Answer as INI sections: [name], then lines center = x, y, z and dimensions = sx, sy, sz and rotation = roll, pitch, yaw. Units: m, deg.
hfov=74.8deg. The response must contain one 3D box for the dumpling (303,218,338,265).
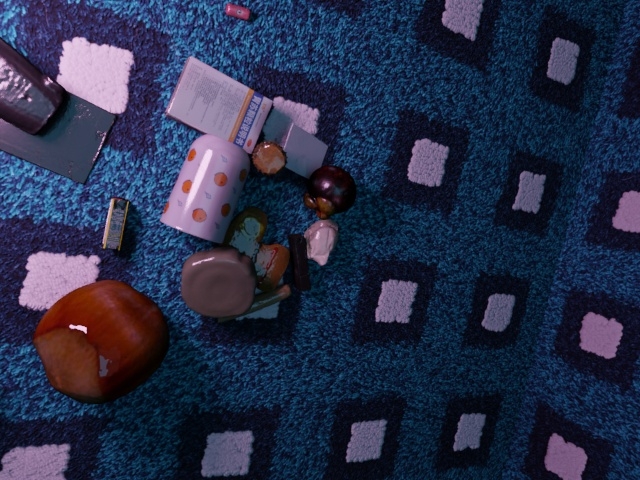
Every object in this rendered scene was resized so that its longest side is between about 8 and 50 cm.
[dumpling]
center = 0.000, 0.000, 1.646
dimensions = 0.136, 0.118, 0.199
rotation = 19, 64, -12

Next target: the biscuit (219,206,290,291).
[biscuit]
center = -0.230, 0.035, 1.558
dimensions = 0.277, 0.052, 0.262
rotation = 35, 86, -19

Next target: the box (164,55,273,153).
[box]
center = -0.339, -0.443, 1.404
dimensions = 0.300, 0.106, 0.200
rotation = 22, 91, -28

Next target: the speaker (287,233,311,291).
[speaker]
center = -0.083, 0.086, 1.636
dimensions = 0.044, 0.082, 0.218
rotation = -13, 106, -22

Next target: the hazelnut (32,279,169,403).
[hazelnut]
center = -0.664, 0.308, 1.288
dimensions = 0.366, 0.366, 0.365
rotation = -5, 102, -24

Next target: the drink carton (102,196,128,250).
[drink carton]
center = -0.661, -0.055, 1.351
dimensions = 0.056, 0.071, 0.165
rotation = 10, 94, -29

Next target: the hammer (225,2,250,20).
[hammer]
center = -0.276, -0.767, 1.404
dimensions = 0.083, 0.043, 0.043
rotation = 6, 97, -24

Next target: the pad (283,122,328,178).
[pad]
center = -0.059, -0.321, 1.553
dimensions = 0.232, 0.004, 0.156
rotation = 18, 93, -54

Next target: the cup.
[cup]
center = -0.366, -0.174, 1.386
dimensions = 0.212, 0.212, 0.317
rotation = 22, 89, -26

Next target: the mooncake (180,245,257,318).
[mooncake]
center = -0.351, 0.142, 1.462
dimensions = 0.275, 0.135, 0.274
rotation = -3, 115, -6

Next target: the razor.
[razor]
center = -0.885, -0.450, 1.139
dimensions = 0.327, 0.107, 0.189
rotation = 38, 84, -26

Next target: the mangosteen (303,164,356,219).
[mangosteen]
center = 0.038, -0.183, 1.577
dimensions = 0.210, 0.210, 0.209
rotation = -5, 102, -24

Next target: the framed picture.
[framed picture]
center = -0.826, -0.347, 1.251
dimensions = 0.324, 0.013, 0.244
rotation = 25, 89, -26

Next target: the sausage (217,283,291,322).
[sausage]
center = -0.252, 0.239, 1.602
dimensions = 0.301, 0.066, 0.065
rotation = -18, 107, -19

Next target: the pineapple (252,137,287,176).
[pineapple]
center = -0.178, -0.293, 1.429
dimensions = 0.125, 0.251, 0.125
rotation = -4, 107, -11
